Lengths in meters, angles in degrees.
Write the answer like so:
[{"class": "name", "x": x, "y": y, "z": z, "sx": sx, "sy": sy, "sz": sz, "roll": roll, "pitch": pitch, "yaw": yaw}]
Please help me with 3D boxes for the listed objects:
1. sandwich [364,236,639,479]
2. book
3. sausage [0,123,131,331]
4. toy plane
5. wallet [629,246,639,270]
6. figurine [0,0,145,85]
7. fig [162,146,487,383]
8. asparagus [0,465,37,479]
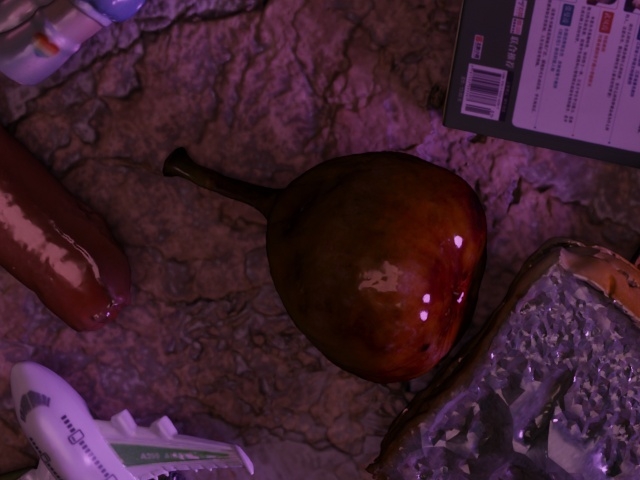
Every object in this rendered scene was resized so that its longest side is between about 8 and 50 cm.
[{"class": "sandwich", "x": 0.234, "y": 0.170, "z": 1.623, "sx": 0.301, "sy": 0.099, "sz": 0.271, "roll": 36, "pitch": 115, "yaw": 0}, {"class": "book", "x": 0.238, "y": -0.143, "z": 1.576, "sx": 0.264, "sy": 0.027, "sz": 0.202, "roll": 12, "pitch": 133, "yaw": 6}, {"class": "sausage", "x": -0.310, "y": -0.091, "z": 1.677, "sx": 0.419, "sy": 0.094, "sz": 0.094, "roll": 47, "pitch": 131, "yaw": -2}, {"class": "toy plane", "x": -0.185, "y": 0.209, "z": 1.701, "sx": 0.251, "sy": 0.101, "sz": 0.255, "roll": -34, "pitch": 89, "yaw": 11}, {"class": "wallet", "x": 0.338, "y": 0.062, "z": 1.641, "sx": 0.195, "sy": 0.042, "sz": 0.161, "roll": 34, "pitch": 107, "yaw": -1}, {"class": "figurine", "x": -0.126, "y": -0.285, "z": 1.605, "sx": 0.205, "sy": 0.225, "sz": 0.382, "roll": 31, "pitch": 131, "yaw": -30}, {"class": "fig", "x": 0.009, "y": -0.020, "z": 1.610, "sx": 0.290, "sy": 0.190, "sz": 0.190, "roll": 46, "pitch": 102, "yaw": 13}, {"class": "asparagus", "x": -0.327, "y": 0.235, "z": 1.752, "sx": 0.178, "sy": 0.045, "sz": 0.041, "roll": -15, "pitch": 114, "yaw": 9}]
